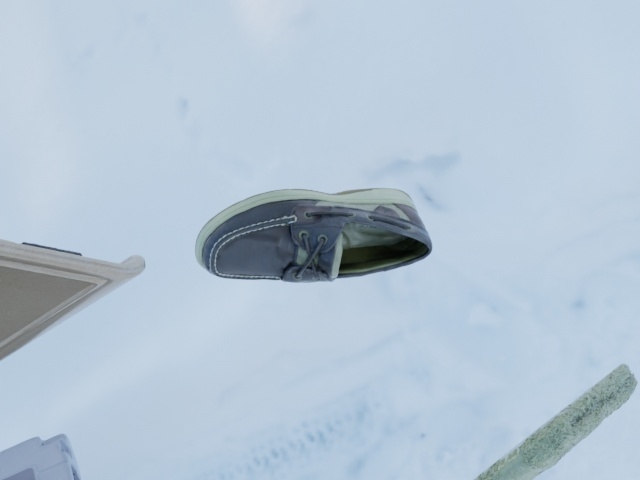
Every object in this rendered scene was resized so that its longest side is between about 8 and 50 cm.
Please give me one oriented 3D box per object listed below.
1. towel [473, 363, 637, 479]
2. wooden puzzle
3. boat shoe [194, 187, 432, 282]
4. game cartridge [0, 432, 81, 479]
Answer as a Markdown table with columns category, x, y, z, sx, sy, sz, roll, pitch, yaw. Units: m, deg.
| category | x | y | z | sx | sy | sz | roll | pitch | yaw |
| --- | --- | --- | --- | --- | --- | --- | --- | --- | --- |
| towel | 0.167 | 0.139 | 0.894 | 0.110 | 0.148 | 0.027 | -46 | 75 | 29 |
| wooden puzzle | -0.282 | 0.037 | 0.921 | 0.221 | 0.239 | 0.044 | -29 | 64 | 41 |
| boat shoe | 0.000 | 0.001 | 1.143 | 0.073 | 0.224 | 0.080 | 50 | 139 | 47 |
| game cartridge | -0.311 | 0.322 | 1.214 | 0.196 | 0.060 | 0.294 | -20 | 35 | -7 |
